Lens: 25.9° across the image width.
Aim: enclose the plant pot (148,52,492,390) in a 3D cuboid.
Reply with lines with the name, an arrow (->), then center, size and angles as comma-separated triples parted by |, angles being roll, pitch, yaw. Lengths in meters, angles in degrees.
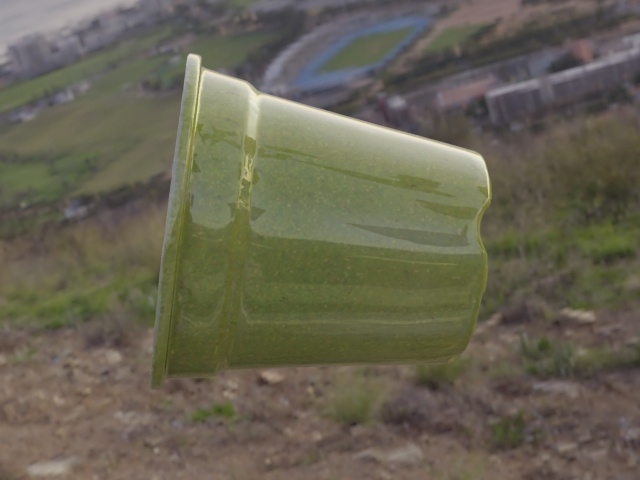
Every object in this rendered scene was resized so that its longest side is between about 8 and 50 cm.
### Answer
plant pot -> 0.000, 0.000, 1.148 | 0.253, 0.276, 0.276 | 7, 22, -5
